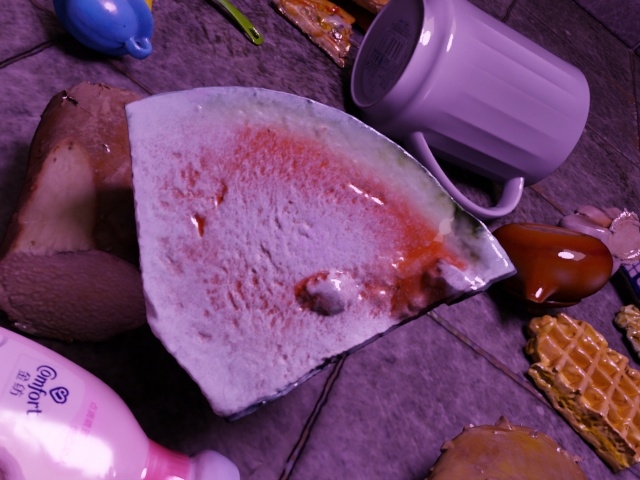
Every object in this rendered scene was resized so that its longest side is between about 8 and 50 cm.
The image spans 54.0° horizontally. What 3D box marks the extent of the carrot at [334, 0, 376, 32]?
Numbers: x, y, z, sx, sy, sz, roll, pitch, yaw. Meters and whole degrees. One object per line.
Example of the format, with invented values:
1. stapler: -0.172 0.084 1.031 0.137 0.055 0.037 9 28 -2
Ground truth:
1. carrot: 0.122 -0.402 1.220 0.257 0.061 0.061 48 40 12

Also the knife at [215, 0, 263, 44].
1. knife: -0.156 -0.370 0.997 0.166 0.022 0.078 39 45 -1

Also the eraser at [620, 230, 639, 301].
1. eraser: 0.615 0.101 1.039 0.086 0.130 0.287 14 45 -30

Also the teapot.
1. teapot: 0.334 0.044 0.942 0.178 0.135 0.252 16 11 22

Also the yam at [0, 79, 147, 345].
1. yam: -0.205 -0.037 0.571 0.129 0.128 0.238 17 45 -24

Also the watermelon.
1. watermelon: -0.042 0.017 0.471 0.289 0.320 0.214 52 43 -29

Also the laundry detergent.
1. laundry detergent: -0.218 0.141 0.430 0.335 0.088 0.159 26 46 -18

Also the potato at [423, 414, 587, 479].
1. potato: 0.173 0.278 0.578 0.191 0.141 0.296 46 37 2

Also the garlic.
1. garlic: 0.474 -0.013 1.116 0.131 0.127 0.194 48 10 -20

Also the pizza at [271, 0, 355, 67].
1. pizza: 0.002 -0.381 1.121 0.184 0.036 0.176 7 50 -33

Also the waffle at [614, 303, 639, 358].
1. waffle: 0.584 0.179 1.070 0.183 0.036 0.169 -3 55 -38

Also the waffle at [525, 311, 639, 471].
1. waffle: 0.374 0.188 0.882 0.211 0.055 0.160 49 41 11

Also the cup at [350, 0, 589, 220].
1. cup: 0.227 -0.206 1.017 0.327 0.237 0.323 18 75 -27

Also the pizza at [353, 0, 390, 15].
1. pizza: 0.112 -0.487 1.226 0.335 0.086 0.226 19 26 -25

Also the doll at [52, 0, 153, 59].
1. doll: -0.295 -0.380 0.807 0.199 0.145 0.363 -11 68 -49
